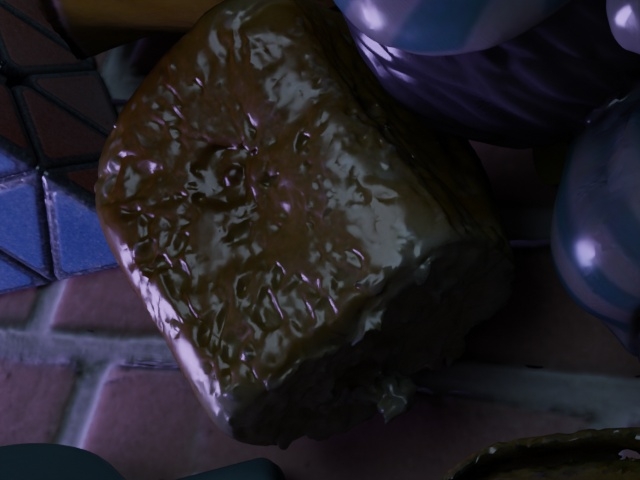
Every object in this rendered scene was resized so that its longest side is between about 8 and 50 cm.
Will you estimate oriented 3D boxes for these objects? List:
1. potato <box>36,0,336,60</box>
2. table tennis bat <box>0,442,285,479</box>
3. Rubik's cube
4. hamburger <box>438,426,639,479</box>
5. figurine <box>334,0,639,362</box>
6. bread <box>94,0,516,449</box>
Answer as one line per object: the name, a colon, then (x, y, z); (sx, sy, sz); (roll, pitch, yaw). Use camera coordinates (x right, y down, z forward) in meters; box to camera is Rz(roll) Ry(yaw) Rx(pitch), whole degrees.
potato: (-0.043, -0.272, 1.208); (0.296, 0.290, 0.397); (-1, 17, 5)
table tennis bat: (-0.139, 0.167, 1.009); (0.244, 0.040, 0.153); (-11, 39, -6)
Rubik's cube: (-0.260, -0.074, 1.256); (0.229, 0.228, 0.233); (-13, 90, -15)
hamburger: (0.102, 0.226, 0.721); (0.318, 0.195, 0.277); (-19, 25, 11)
figurine: (0.083, -0.124, 0.849); (0.266, 0.378, 0.361); (-42, 46, 39)
bread: (0.000, 0.000, 1.001); (0.195, 0.176, 0.246); (-43, 60, 20)
